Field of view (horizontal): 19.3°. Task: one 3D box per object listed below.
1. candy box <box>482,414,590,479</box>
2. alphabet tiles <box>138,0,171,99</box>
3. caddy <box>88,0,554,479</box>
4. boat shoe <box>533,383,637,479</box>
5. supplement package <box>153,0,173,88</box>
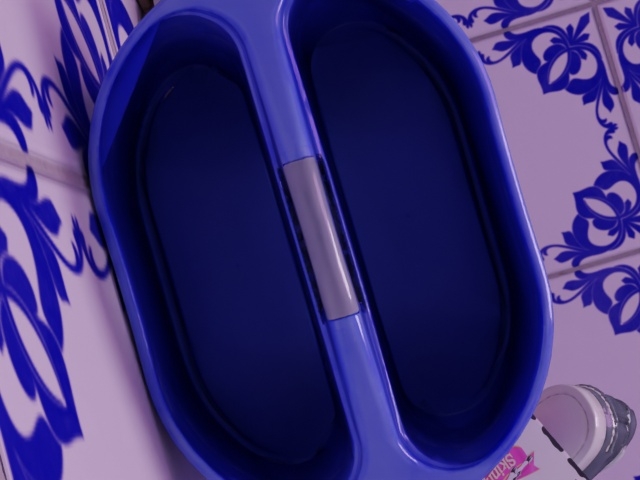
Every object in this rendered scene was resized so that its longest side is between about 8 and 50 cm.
[{"bbox_3d":[0.127,0.212,1.720,0.196,0.165,0.070,50,-17,32],"label":"candy box"},{"bbox_3d":[-0.120,-0.184,1.594,0.342,0.011,0.285,-99,171,-52],"label":"alphabet tiles"},{"bbox_3d":[0.000,0.000,1.122,0.179,0.241,0.341,103,-30,-89],"label":"caddy"},{"bbox_3d":[0.184,0.251,1.844,0.099,0.319,0.116,4,49,-47],"label":"boat shoe"},{"bbox_3d":[-0.009,-0.119,1.534,0.293,0.175,0.177,67,8,-48],"label":"supplement package"}]
